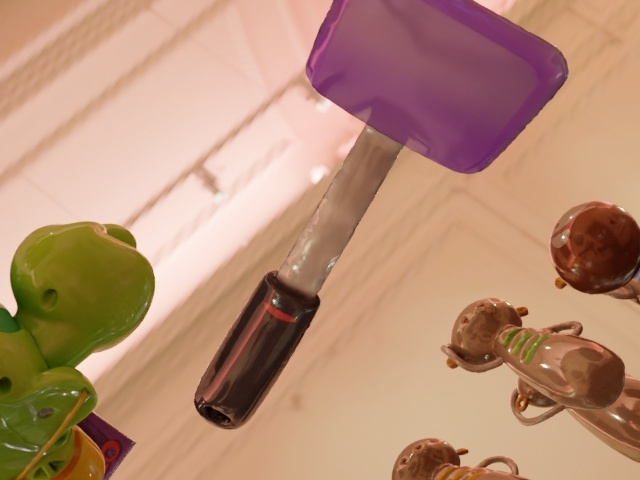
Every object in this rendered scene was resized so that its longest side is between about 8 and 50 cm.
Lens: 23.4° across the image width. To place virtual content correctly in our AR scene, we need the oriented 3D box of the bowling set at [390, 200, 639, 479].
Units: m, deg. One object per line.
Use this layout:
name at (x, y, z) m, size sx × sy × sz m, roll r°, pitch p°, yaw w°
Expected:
bowling set at (0.165, 0.048, 0.958) m, size 0.287 × 0.154 × 0.199 m, roll -27°, pitch -63°, yaw -26°

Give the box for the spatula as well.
spatula at (0.000, 0.000, 0.627) m, size 0.296 × 0.084 × 0.030 m, roll -58°, pitch 3°, yaw 45°

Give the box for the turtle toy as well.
turtle toy at (-0.107, 0.041, 0.468) m, size 0.130 × 0.066 × 0.095 m, roll -27°, pitch -39°, yaw 3°

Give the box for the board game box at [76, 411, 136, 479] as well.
board game box at (-0.325, 0.254, 1.264) m, size 0.346 × 0.056 × 0.208 m, roll -54°, pitch -51°, yaw -11°
